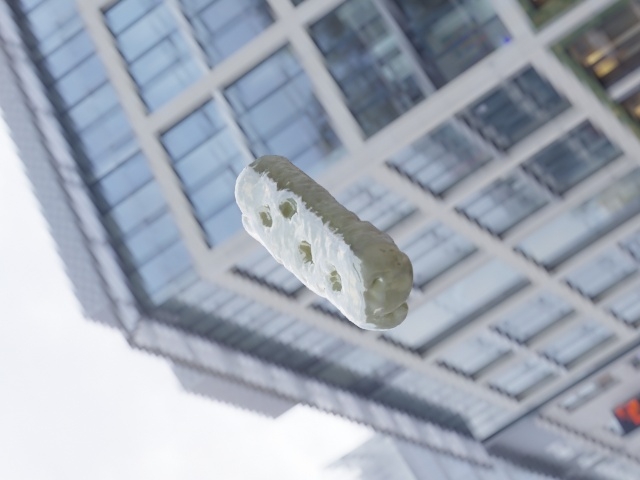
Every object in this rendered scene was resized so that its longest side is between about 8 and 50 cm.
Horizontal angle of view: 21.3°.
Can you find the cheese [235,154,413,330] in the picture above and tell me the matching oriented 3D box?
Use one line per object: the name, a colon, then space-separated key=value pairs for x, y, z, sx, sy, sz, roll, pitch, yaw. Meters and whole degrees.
cheese: x=0.000 y=0.000 z=1.122 sx=0.194 sy=0.043 sz=0.065 roll=37 pitch=136 yaw=54
